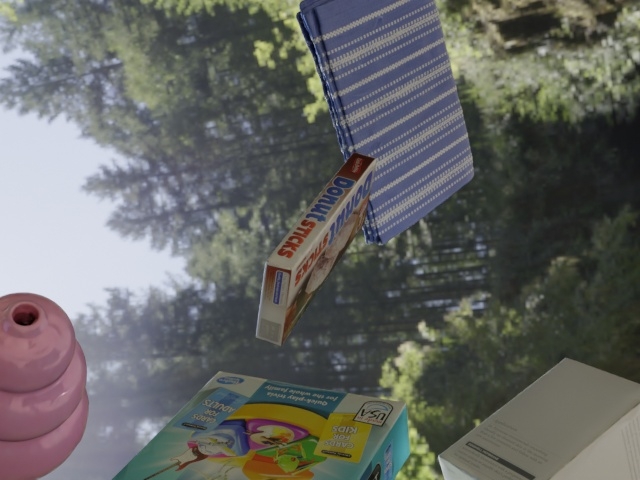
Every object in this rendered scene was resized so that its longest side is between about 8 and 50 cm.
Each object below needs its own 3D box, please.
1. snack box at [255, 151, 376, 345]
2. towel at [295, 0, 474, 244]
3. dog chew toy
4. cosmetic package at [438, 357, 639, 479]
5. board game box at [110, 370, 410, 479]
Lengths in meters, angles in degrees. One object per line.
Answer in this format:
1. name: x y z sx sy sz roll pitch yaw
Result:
1. snack box: 0.000 0.000 0.652 0.178 0.022 0.064 -54 -23 -54
2. towel: 0.099 -0.190 1.217 0.243 0.040 0.335 -34 -63 -36
3. dog chew toy: -0.406 0.189 1.202 0.331 0.207 0.206 117 176 -48
4. cosmetic package: 0.283 0.299 1.053 0.225 0.138 0.224 -29 -64 -25
5. board game box: -0.079 0.272 0.965 0.336 0.254 0.079 -43 -47 -57
